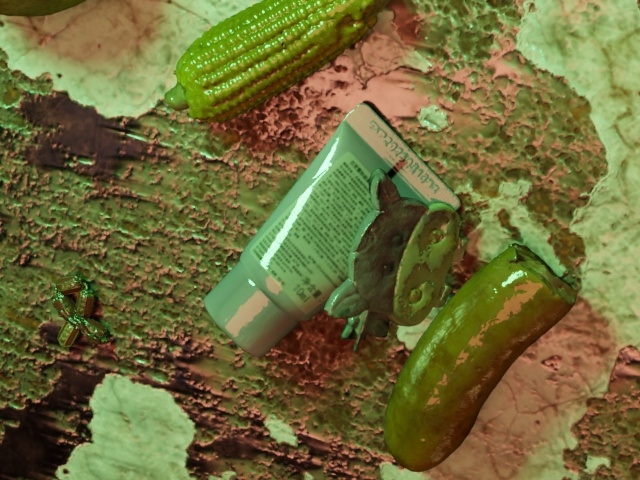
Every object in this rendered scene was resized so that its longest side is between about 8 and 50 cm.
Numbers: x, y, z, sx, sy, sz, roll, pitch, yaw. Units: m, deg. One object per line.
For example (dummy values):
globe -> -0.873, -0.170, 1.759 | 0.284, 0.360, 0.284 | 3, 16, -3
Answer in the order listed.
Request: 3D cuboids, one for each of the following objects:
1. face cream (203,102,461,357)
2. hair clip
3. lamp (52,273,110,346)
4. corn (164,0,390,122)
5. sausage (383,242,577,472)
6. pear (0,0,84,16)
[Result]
face cream -> 0.000, 0.000, 1.702 | 0.274, 0.096, 0.154 | -44, 89, 8
hair clip -> 0.078, 0.032, 1.661 | 0.146, 0.056, 0.187 | 16, 106, -35
lamp -> -0.274, 0.079, 1.818 | 0.063, 0.031, 0.083 | -7, 96, 16
corn -> -0.048, -0.201, 1.660 | 0.261, 0.097, 0.097 | -26, 95, 17
sausage -> 0.152, 0.127, 1.675 | 0.109, 0.109, 0.270 | 35, 109, 5
pear -> -0.321, -0.346, 1.648 | 0.211, 0.188, 0.229 | 10, 105, 5
